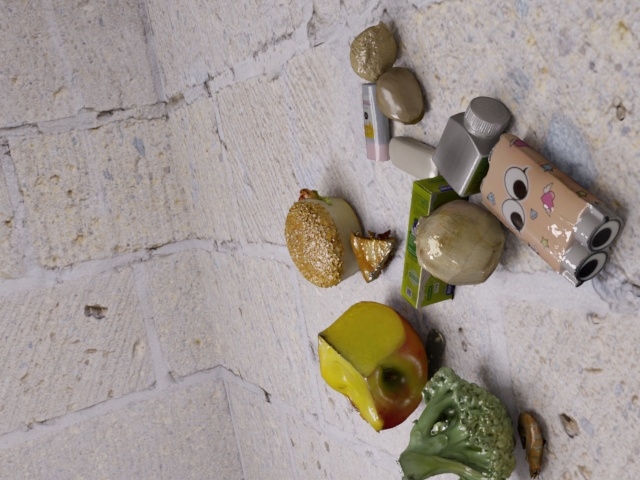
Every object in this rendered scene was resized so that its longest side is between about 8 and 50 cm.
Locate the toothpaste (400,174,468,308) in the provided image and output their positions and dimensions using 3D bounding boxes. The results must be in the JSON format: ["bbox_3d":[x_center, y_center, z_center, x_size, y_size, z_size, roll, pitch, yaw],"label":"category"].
[{"bbox_3d":[0.267,0.006,1.793,0.077,0.110,0.327,47,142,50],"label":"toothpaste"}]

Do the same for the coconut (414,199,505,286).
[{"bbox_3d":[0.294,0.002,1.644,0.194,0.194,0.194,40,137,51],"label":"coconut"}]

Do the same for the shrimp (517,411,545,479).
[{"bbox_3d":[0.464,0.458,1.700,0.095,0.045,0.162,27,129,58],"label":"shrimp"}]

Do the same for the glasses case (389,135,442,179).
[{"bbox_3d":[0.230,-0.197,1.831,0.204,0.051,0.081,38,134,53],"label":"glasses case"}]

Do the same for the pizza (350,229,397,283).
[{"bbox_3d":[0.159,0.025,2.079,0.194,0.069,0.154,-29,76,57],"label":"pizza"}]

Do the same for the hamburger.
[{"bbox_3d":[0.000,0.000,2.256,0.294,0.179,0.276,61,150,28],"label":"hamburger"}]

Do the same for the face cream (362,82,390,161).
[{"bbox_3d":[0.142,-0.304,1.950,0.084,0.057,0.198,26,125,59],"label":"face cream"}]

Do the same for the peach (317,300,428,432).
[{"bbox_3d":[0.149,0.337,2.062,0.380,0.242,0.306,22,140,58],"label":"peach"}]

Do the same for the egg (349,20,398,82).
[{"bbox_3d":[0.128,-0.454,1.835,0.118,0.116,0.140,109,174,-81],"label":"egg"}]

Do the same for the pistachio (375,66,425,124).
[{"bbox_3d":[0.189,-0.339,1.797,0.149,0.113,0.113,53,150,12],"label":"pistachio"}]

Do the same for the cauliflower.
[{"bbox_3d":[0.308,0.462,1.769,0.260,0.281,0.327,64,-169,-76],"label":"cauliflower"}]

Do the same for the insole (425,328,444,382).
[{"bbox_3d":[0.296,0.336,2.018,0.081,0.011,0.248,47,143,44],"label":"insole"}]

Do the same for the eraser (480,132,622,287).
[{"bbox_3d":[0.431,-0.066,1.447,0.290,0.087,0.171,52,147,42],"label":"eraser"}]

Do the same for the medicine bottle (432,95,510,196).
[{"bbox_3d":[0.322,-0.203,1.596,0.132,0.088,0.188,59,150,31],"label":"medicine bottle"}]
